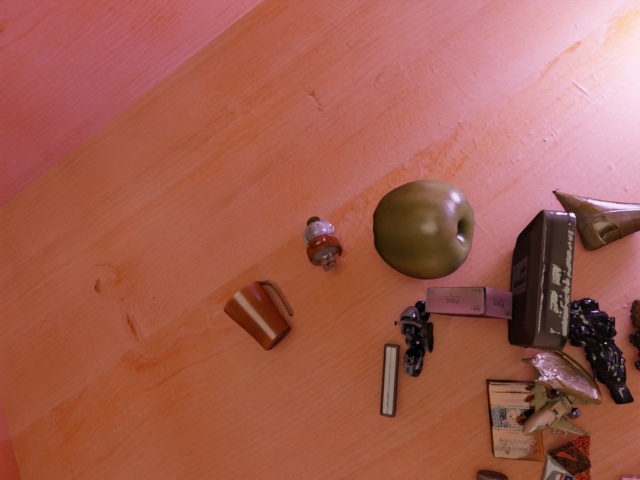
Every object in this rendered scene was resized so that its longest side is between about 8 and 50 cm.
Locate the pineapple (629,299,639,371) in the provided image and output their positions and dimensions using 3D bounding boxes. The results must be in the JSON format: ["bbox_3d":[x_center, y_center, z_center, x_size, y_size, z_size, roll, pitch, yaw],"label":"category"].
[{"bbox_3d":[1.022,0.300,1.268,0.111,0.119,0.237,4,79,31],"label":"pineapple"}]

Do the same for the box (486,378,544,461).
[{"bbox_3d":[0.635,0.584,1.344,0.152,0.070,0.237,-4,75,17],"label":"box"}]

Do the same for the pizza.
[{"bbox_3d":[0.751,0.410,1.289,0.262,0.181,0.034,16,125,-10],"label":"pizza"}]

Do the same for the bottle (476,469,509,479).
[{"bbox_3d":[0.539,0.852,1.296,0.110,0.097,0.209,-12,70,54],"label":"bottle"}]

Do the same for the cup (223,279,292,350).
[{"bbox_3d":[-0.233,0.286,1.644,0.226,0.182,0.264,-36,74,-28],"label":"cup"}]

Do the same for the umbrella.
[{"bbox_3d":[0.871,0.351,1.300,0.154,0.128,0.337,-11,77,12],"label":"umbrella"}]

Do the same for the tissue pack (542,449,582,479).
[{"bbox_3d":[0.753,0.771,1.283,0.122,0.026,0.193,18,82,20],"label":"tissue pack"}]

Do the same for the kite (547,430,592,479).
[{"bbox_3d":[0.766,0.672,1.262,0.125,0.008,0.222,-3,103,39],"label":"kite"}]

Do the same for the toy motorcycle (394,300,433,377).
[{"bbox_3d":[0.332,0.343,1.450,0.106,0.159,0.271,0,74,39],"label":"toy motorcycle"}]

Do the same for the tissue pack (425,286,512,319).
[{"bbox_3d":[0.493,0.209,1.372,0.246,0.148,0.093,-14,67,59],"label":"tissue pack"}]

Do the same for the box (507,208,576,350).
[{"bbox_3d":[0.667,0.137,1.267,0.111,0.396,0.397,7,78,17],"label":"box"}]

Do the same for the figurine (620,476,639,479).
[{"bbox_3d":[1.026,0.713,1.162,0.275,0.133,0.200,-16,85,18],"label":"figurine"}]

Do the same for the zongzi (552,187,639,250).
[{"bbox_3d":[0.962,-0.114,1.400,0.228,0.115,0.256,-24,61,6],"label":"zongzi"}]

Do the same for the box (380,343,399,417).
[{"bbox_3d":[0.248,0.494,1.463,0.055,0.103,0.244,4,78,13],"label":"box"}]

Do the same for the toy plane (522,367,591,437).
[{"bbox_3d":[0.720,0.522,1.268,0.256,0.104,0.242,-24,72,-29],"label":"toy plane"}]

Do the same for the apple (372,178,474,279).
[{"bbox_3d":[0.358,-0.036,1.441,0.357,0.357,0.358,-4,76,16],"label":"apple"}]

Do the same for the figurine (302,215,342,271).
[{"bbox_3d":[0.004,0.007,1.654,0.143,0.143,0.271,-29,38,9],"label":"figurine"}]
